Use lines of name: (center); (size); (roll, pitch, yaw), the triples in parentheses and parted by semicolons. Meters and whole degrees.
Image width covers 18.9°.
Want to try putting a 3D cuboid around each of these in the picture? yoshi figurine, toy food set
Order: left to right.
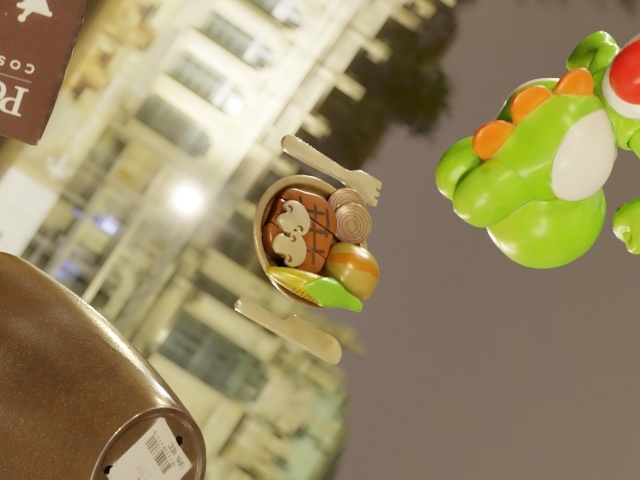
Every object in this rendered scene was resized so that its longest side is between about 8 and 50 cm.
toy food set: (0.000, 0.000, 1.703); (0.038, 0.132, 0.192); (-26, -137, 50)
yoshi figurine: (0.276, -0.093, 1.714); (0.362, 0.203, 0.203); (-25, -167, -6)

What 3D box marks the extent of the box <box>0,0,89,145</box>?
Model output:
box: (-0.178, -0.188, 0.919); (0.167, 0.168, 0.203); (-98, -152, -61)

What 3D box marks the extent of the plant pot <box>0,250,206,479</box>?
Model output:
plant pot: (-0.198, 0.137, 1.411); (0.230, 0.215, 0.215); (18, -110, 43)
